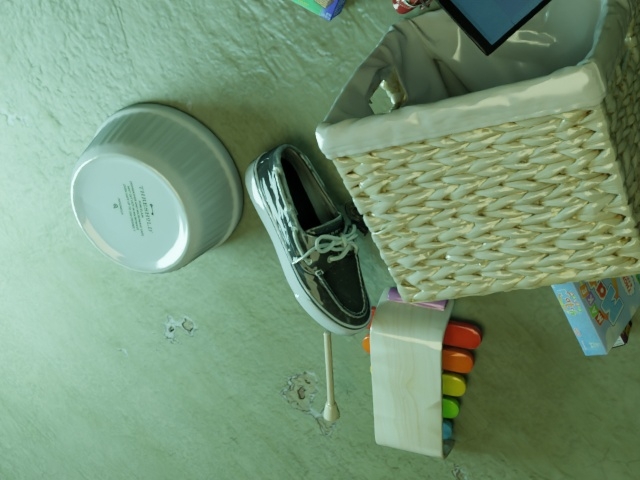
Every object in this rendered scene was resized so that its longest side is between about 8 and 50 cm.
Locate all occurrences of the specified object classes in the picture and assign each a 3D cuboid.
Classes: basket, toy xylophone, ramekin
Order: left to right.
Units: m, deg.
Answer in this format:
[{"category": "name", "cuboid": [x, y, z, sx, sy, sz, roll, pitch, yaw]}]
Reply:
[{"category": "ramekin", "cuboid": [-0.270, -0.070, 1.620, 0.273, 0.127, 0.272, 13, 125, 19]}, {"category": "toy xylophone", "cuboid": [0.123, 0.219, 1.648, 0.236, 0.081, 0.322, 16, 126, 16]}, {"category": "basket", "cuboid": [0.230, -0.130, 1.220, 0.331, 0.328, 0.266, -11, 119, 30]}]

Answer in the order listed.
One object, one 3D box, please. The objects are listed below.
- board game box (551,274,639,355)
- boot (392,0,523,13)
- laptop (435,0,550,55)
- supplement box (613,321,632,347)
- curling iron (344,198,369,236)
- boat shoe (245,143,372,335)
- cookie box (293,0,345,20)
[{"category": "board game box", "cuboid": [0.366, 0.020, 1.317, 0.039, 0.211, 0.160, -8, 118, 48]}, {"category": "boot", "cuboid": [0.163, -0.308, 1.227, 0.176, 0.088, 0.244, -59, 45, 40]}, {"category": "laptop", "cuboid": [0.203, -0.374, 1.049, 0.234, 0.136, 0.264, 48, 135, 1]}, {"category": "supplement box", "cuboid": [0.402, 0.105, 1.457, 0.043, 0.055, 0.083, -20, 111, 34]}, {"category": "curling iron", "cuboid": [0.166, -0.023, 1.500, 0.274, 0.035, 0.068, 11, 129, 20]}, {"category": "boat shoe", "cuboid": [0.003, -0.002, 1.522, 0.105, 0.113, 0.306, -23, 92, 53]}, {"category": "cookie box", "cuboid": [-0.001, -0.361, 1.357, 0.092, 0.040, 0.107, 30, 128, 7]}]
